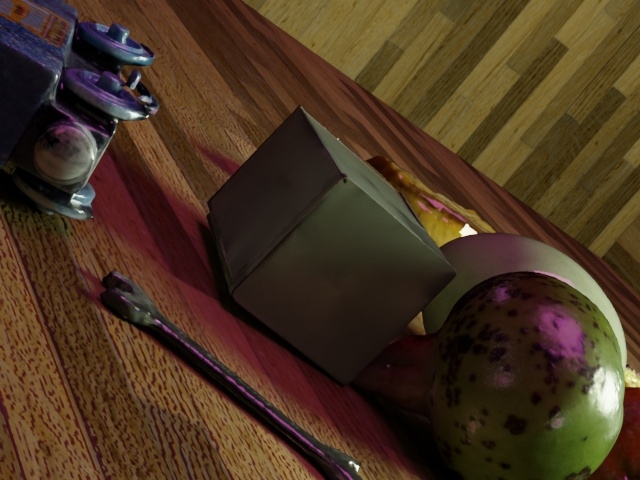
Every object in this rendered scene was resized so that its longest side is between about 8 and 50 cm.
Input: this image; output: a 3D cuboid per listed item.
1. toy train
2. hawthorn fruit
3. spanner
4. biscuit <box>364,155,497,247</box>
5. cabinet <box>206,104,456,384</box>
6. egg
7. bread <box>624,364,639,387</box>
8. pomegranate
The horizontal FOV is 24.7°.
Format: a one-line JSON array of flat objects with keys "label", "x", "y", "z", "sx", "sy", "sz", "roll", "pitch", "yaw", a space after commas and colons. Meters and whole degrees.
[{"label": "toy train", "x": -0.243, "y": -0.132, "z": 1.172, "sx": 0.202, "sy": 0.131, "sz": 0.300, "roll": 29, "pitch": 13, "yaw": -15}, {"label": "hawthorn fruit", "x": 0.301, "y": 0.222, "z": 1.426, "sx": 0.173, "sy": 0.173, "sz": 0.173, "roll": 38, "pitch": 11, "yaw": -9}, {"label": "spanner", "x": -0.062, "y": 0.108, "z": 1.080, "sx": 0.254, "sy": 0.015, "sz": 0.054, "roll": 39, "pitch": 9, "yaw": -3}, {"label": "biscuit", "x": 0.167, "y": -0.019, "z": 2.109, "sx": 0.274, "sy": 0.091, "sz": 0.213, "roll": 32, "pitch": 11, "yaw": -40}, {"label": "cabinet", "x": 0.000, "y": 0.000, "z": 1.347, "sx": 0.145, "sy": 0.150, "sz": 0.206, "roll": 39, "pitch": 10, "yaw": -23}, {"label": "egg", "x": 0.216, "y": 0.095, "z": 1.578, "sx": 0.253, "sy": 0.186, "sz": 0.186, "roll": 46, "pitch": 13, "yaw": 17}, {"label": "bread", "x": 0.371, "y": 0.244, "z": 1.661, "sx": 0.260, "sy": 0.129, "sz": 0.134, "roll": 37, "pitch": 19, "yaw": -8}, {"label": "pomegranate", "x": 0.147, "y": 0.129, "z": 1.309, "sx": 0.248, "sy": 0.214, "sz": 0.214, "roll": 3, "pitch": 4, "yaw": 13}]
